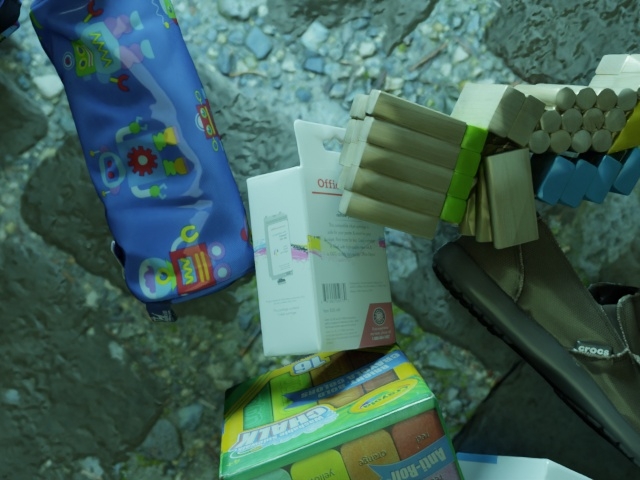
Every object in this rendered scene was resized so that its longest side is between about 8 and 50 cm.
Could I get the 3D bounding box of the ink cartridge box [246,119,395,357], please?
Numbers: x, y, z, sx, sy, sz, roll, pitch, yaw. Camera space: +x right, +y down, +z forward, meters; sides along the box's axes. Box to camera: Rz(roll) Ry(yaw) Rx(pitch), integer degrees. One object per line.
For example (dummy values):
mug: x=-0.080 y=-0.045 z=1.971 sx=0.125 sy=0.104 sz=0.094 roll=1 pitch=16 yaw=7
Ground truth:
ink cartridge box: x=0.000 y=0.000 z=0.765 sx=0.067 sy=0.115 sz=0.198 roll=-10 pitch=82 yaw=38

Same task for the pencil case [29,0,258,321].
pencil case: x=-0.154 y=-0.088 z=0.754 sx=0.133 sy=0.119 sz=0.306 roll=-17 pitch=99 yaw=10

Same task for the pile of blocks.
pile of blocks: x=0.177 y=-0.083 z=0.782 sx=0.362 sy=0.112 sz=0.148 roll=-10 pitch=104 yaw=-13

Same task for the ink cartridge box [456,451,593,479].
ink cartridge box: x=0.246 y=0.338 z=0.780 sx=0.270 sy=0.198 sz=0.197 roll=26 pitch=73 yaw=-9

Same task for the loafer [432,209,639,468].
loafer: x=0.274 y=0.103 z=0.809 sx=0.366 sy=0.134 sz=0.130 roll=43 pitch=92 yaw=-9

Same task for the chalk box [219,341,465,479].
chalk box: x=0.026 y=0.213 z=0.720 sx=0.180 sy=0.289 sz=0.179 roll=-20 pitch=98 yaw=-3

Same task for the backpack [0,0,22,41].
backpack: x=-0.362 y=-0.224 z=0.717 sx=0.158 sy=0.117 sz=0.173 roll=-38 pitch=99 yaw=0
